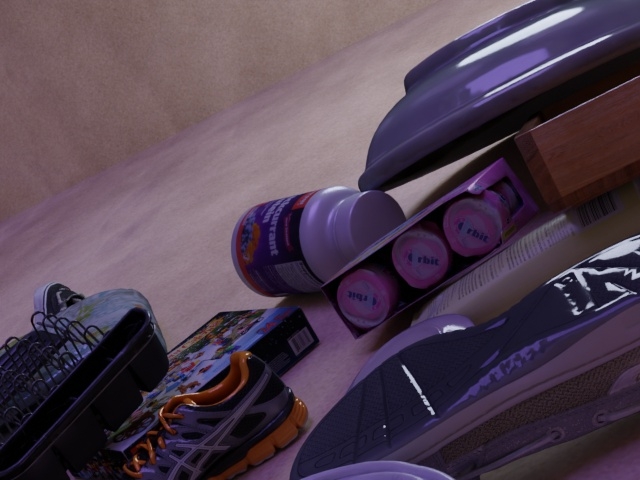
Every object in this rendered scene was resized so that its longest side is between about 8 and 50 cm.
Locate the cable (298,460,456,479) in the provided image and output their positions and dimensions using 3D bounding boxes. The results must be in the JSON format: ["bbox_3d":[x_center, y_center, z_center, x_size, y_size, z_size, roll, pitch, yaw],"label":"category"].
[{"bbox_3d":[-0.015,0.228,0.776,0.257,0.089,0.257,-39,18,-35],"label":"cable"}]

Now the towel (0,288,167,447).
[{"bbox_3d":[-0.349,0.183,1.564,0.374,0.090,0.320,-31,15,-6],"label":"towel"}]

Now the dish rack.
[{"bbox_3d":[-0.283,0.149,1.332,0.271,0.074,0.208,7,46,48],"label":"dish rack"}]

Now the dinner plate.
[{"bbox_3d":[0.065,0.107,1.113,0.141,0.017,0.141,-37,20,16],"label":"dinner plate"}]

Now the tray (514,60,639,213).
[{"bbox_3d":[0.288,-0.117,1.232,0.202,0.076,0.411,-26,1,13],"label":"tray"}]

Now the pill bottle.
[{"bbox_3d":[0.000,0.000,1.471,0.193,0.108,0.108,-11,23,51],"label":"pill bottle"}]

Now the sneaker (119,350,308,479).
[{"bbox_3d":[-0.116,0.175,1.157,0.215,0.083,0.084,-36,17,-19],"label":"sneaker"}]

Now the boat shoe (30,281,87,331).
[{"bbox_3d":[-0.335,0.106,1.837,0.070,0.078,0.219,-29,22,4],"label":"boat shoe"}]

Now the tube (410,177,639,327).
[{"bbox_3d":[0.174,0.027,1.168,0.240,0.062,0.070,-29,-29,19],"label":"tube"}]

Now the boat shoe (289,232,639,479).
[{"bbox_3d":[0.125,0.109,0.914,0.320,0.103,0.118,-31,19,11],"label":"boat shoe"}]

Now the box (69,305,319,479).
[{"bbox_3d":[-0.132,0.148,1.350,0.233,0.044,0.159,-38,17,-31],"label":"box"}]

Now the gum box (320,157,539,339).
[{"bbox_3d":[0.103,0.005,1.252,0.188,0.062,0.107,-35,1,31],"label":"gum box"}]

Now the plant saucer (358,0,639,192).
[{"bbox_3d":[0.203,-0.177,1.482,0.400,0.101,0.400,-27,-3,-1],"label":"plant saucer"}]
